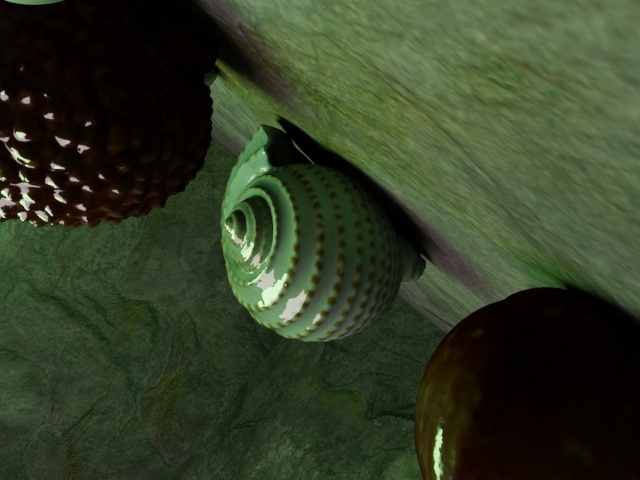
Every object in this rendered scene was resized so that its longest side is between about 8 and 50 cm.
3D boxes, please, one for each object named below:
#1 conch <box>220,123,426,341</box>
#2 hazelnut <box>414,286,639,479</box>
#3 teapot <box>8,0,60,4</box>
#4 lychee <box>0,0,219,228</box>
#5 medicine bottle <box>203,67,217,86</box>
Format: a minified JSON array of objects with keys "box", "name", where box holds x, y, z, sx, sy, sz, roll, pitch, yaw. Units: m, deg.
[{"box":[-0.014,0.009,0.882,0.319,0.215,0.303,44,-173,-49],"name":"conch"},{"box":[0.167,0.156,0.506,0.234,0.218,0.218,39,179,-18],"name":"hazelnut"},{"box":[-0.194,-0.207,0.351,0.294,0.129,0.193,40,179,36],"name":"teapot"},{"box":[-0.260,-0.149,0.685,0.306,0.330,0.306,-22,-90,-83],"name":"lychee"},{"box":[-0.208,-0.235,0.884,0.130,0.080,0.080,41,179,-14],"name":"medicine bottle"}]
